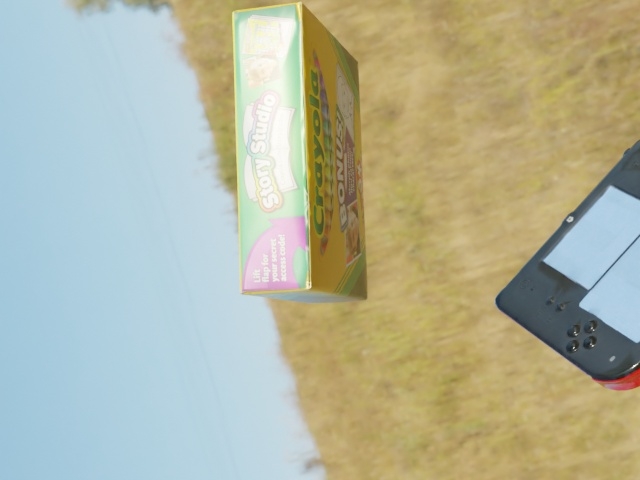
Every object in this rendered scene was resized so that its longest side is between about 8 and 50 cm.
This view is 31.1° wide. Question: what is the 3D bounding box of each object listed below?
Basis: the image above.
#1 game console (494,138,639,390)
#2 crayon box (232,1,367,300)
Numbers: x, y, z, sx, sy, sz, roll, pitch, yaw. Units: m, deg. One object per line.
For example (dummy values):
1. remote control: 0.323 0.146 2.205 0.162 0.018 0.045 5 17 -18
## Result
1. game console: 0.488 0.026 1.792 0.060 0.386 0.342 44 178 -37
2. crayon box: -0.021 -0.102 1.564 0.313 0.106 0.363 20 -113 -75
